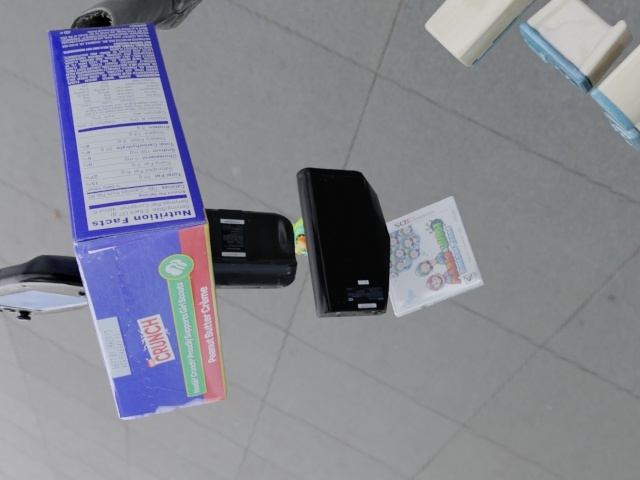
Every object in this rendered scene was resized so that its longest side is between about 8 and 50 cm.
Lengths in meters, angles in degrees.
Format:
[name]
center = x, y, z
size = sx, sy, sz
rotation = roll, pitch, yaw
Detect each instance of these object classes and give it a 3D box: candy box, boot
[candy box]
center = -0.189, -0.025, 0.892
size = 0.122, 0.317, 0.268
rotation = -10, 138, -12
[boot]
center = -0.213, -0.305, 1.078
size = 0.076, 0.208, 0.189
rotation = 44, 123, 5

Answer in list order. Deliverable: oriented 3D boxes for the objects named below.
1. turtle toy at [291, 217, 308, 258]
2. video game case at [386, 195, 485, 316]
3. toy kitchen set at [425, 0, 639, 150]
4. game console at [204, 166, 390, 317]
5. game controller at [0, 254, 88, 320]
[turtle toy]
center = 0.000, 0.000, 1.442
size = 0.066, 0.095, 0.130
rotation = 58, -177, 38
[video game case]
center = 0.163, 0.024, 1.341
size = 0.143, 0.157, 0.019
rotation = -22, 150, 15
[toy kitchen set]
center = 0.236, -0.170, 0.854
size = 0.207, 0.122, 0.166
rotation = 50, -163, 21
[game console]
center = -0.054, -0.001, 1.186
size = 0.362, 0.213, 0.044
rotation = 2, 162, -34
[game controller]
center = -0.369, 0.066, 1.136
size = 0.167, 0.067, 0.319
rotation = 2, 171, -44
